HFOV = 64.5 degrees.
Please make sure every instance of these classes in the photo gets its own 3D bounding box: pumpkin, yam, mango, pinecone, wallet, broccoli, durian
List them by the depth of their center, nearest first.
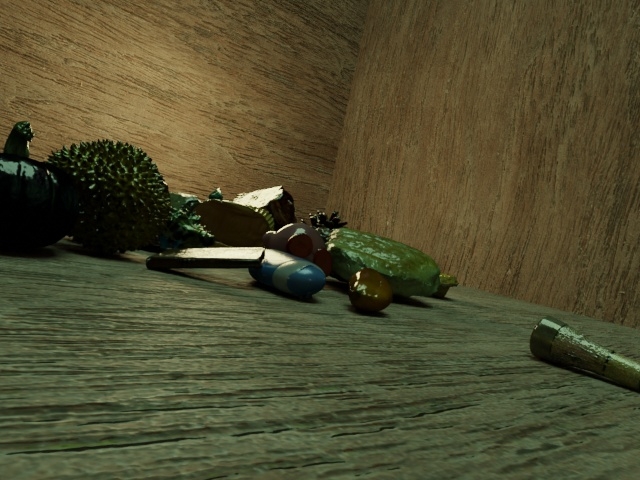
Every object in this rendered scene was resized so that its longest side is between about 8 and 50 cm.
[{"bbox_3d":[-0.587,-0.106,0.968,0.248,0.248,0.248,12,1,0],"label":"pumpkin"},{"bbox_3d":[-0.249,0.042,1.138,0.243,0.039,0.133,-2,9,-1],"label":"wallet"},{"bbox_3d":[0.109,0.122,1.144,0.105,0.084,0.159,28,23,5],"label":"mango"},{"bbox_3d":[-0.491,-0.104,1.170,0.293,0.258,0.258,55,0,-1],"label":"durian"},{"bbox_3d":[-0.361,-0.013,1.387,0.160,0.167,0.154,13,26,35],"label":"broccoli"},{"bbox_3d":[-0.565,-0.089,1.875,0.300,0.195,0.195,11,0,27],"label":"yam"},{"bbox_3d":[0.010,0.002,2.015,0.264,0.264,0.264,12,1,0],"label":"pinecone"}]

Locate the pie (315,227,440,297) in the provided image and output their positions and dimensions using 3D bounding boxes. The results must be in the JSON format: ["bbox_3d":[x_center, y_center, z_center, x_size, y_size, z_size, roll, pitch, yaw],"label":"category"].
[{"bbox_3d":[0.172,0.082,1.579,0.395,0.180,0.418,11,9,-15],"label":"pie"}]

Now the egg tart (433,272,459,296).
[{"bbox_3d":[0.393,0.161,1.974,0.279,0.094,0.279,7,3,0],"label":"egg tart"}]

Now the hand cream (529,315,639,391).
[{"bbox_3d":[0.491,0.208,0.922,0.084,0.084,0.203,11,6,-42],"label":"hand cream"}]

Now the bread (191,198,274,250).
[{"bbox_3d":[-0.304,-0.041,1.768,0.288,0.204,0.156,7,8,-3],"label":"bread"}]

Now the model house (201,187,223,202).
[{"bbox_3d":[-0.495,-0.074,2.091,0.241,0.225,0.261,-19,6,-11],"label":"model house"}]

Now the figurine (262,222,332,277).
[{"bbox_3d":[-0.068,0.033,1.416,0.173,0.173,0.173,12,1,0],"label":"figurine"}]

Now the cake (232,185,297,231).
[{"bbox_3d":[-0.208,-0.083,1.953,0.293,0.198,0.196,-11,27,26],"label":"cake"}]

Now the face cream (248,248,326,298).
[{"bbox_3d":[-0.078,0.077,1.188,0.149,0.083,0.264,-1,7,-27],"label":"face cream"}]

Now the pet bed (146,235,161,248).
[{"bbox_3d":[-0.494,-0.001,1.508,0.201,0.053,0.201,8,-5,1],"label":"pet bed"}]
